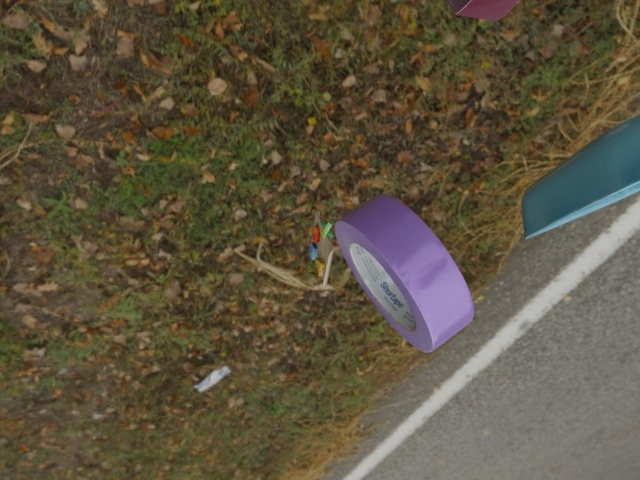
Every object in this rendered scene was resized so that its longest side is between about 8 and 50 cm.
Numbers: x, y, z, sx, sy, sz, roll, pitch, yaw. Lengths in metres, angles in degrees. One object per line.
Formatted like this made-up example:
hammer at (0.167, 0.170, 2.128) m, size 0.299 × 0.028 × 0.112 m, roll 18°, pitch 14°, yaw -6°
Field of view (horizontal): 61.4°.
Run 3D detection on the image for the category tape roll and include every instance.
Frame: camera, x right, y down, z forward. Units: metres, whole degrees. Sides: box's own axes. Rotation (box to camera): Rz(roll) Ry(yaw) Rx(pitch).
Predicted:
tape roll at (0.139, 0.057, 0.939) m, size 0.090 × 0.275 × 0.274 m, roll -35°, pitch 143°, yaw -10°

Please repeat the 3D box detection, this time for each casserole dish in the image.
casserole dish at (0.197, -0.048, 0.350) m, size 0.114 × 0.036 × 0.188 m, roll -22°, pitch 169°, yaw -5°

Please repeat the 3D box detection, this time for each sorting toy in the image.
sorting toy at (0.000, 0.000, 0.558) m, size 0.012 × 0.062 × 0.083 m, roll -6°, pitch 138°, yaw -15°

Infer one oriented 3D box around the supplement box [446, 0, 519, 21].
supplement box at (0.159, -0.353, 0.617) m, size 0.104 × 0.188 × 0.081 m, roll -16°, pitch 162°, yaw -44°
